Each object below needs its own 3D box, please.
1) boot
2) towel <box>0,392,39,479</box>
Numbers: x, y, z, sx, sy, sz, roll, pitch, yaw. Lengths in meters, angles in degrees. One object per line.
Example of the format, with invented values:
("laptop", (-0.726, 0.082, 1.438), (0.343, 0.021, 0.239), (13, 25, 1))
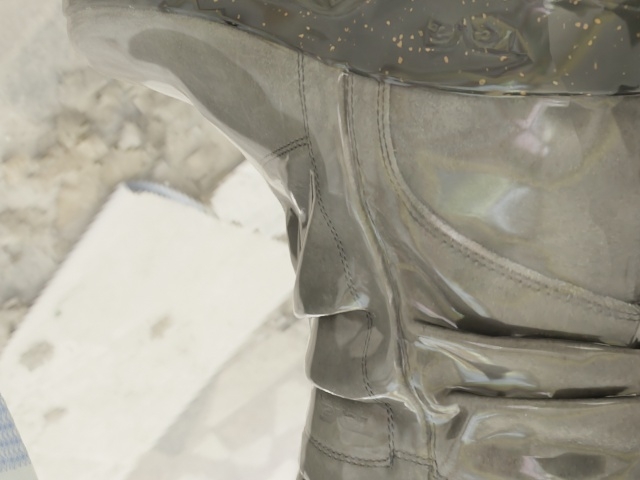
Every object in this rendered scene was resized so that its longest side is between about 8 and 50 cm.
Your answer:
("boot", (0.000, 0.000, 0.549), (0.118, 0.338, 0.223), (-9, 106, -37))
("towel", (-0.189, 0.134, 0.647), (0.034, 0.285, 0.209), (-28, 173, 12))
